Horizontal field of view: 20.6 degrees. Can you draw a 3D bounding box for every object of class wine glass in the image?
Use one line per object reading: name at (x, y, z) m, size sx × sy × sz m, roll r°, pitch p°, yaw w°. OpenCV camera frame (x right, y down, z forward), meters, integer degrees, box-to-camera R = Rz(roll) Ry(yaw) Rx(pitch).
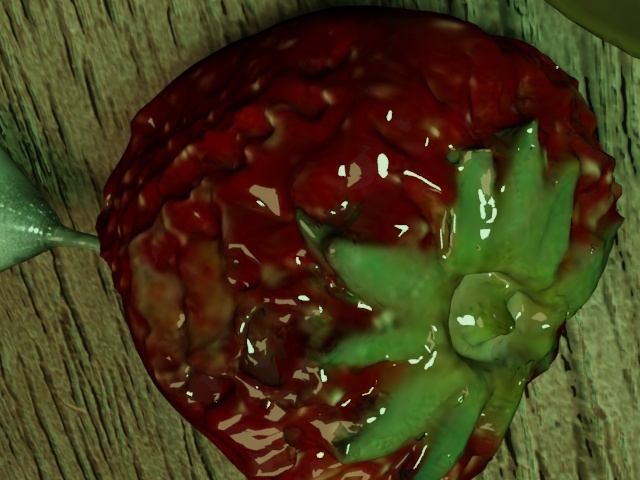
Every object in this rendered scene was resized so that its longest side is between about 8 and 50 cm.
wine glass at (-0.194, -0.003, 1.367) m, size 0.232 × 0.156 × 0.156 m, roll 12°, pitch 133°, yaw 23°

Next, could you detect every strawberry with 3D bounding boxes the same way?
strawberry at (0.000, 0.000, 1.134) m, size 0.345 × 0.295 × 0.318 m, roll 25°, pitch 106°, yaw 53°

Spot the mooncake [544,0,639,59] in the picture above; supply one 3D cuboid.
mooncake at (0.207, -0.221, 0.839) m, size 0.284 × 0.155 × 0.284 m, roll 21°, pitch 136°, yaw 22°
